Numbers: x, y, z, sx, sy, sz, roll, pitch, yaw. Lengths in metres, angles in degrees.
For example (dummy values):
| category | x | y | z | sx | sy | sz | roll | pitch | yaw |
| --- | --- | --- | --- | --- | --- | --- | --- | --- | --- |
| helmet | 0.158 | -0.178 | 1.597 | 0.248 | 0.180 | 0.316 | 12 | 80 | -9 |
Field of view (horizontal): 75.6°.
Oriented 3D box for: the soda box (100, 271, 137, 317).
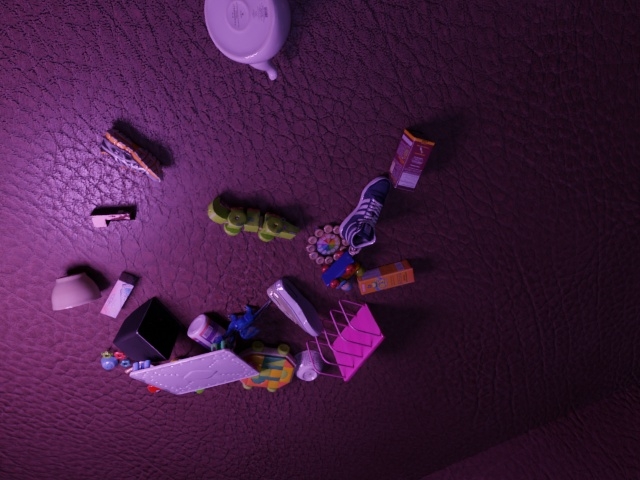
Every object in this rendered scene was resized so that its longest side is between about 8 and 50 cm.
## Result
| category | x | y | z | sx | sy | sz | roll | pitch | yaw |
| --- | --- | --- | --- | --- | --- | --- | --- | --- | --- |
| soda box | -0.783 | 0.213 | 1.599 | 0.063 | 0.058 | 0.183 | 27 | 113 | -24 |

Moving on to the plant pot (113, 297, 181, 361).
| category | x | y | z | sx | sy | sz | roll | pitch | yaw |
| --- | --- | --- | --- | --- | --- | --- | --- | --- | --- |
| plant pot | -0.703 | 0.374 | 1.650 | 0.166 | 0.188 | 0.187 | -20 | 124 | 16 |

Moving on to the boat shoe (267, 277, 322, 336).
| category | x | y | z | sx | sy | sz | roll | pitch | yaw |
| --- | --- | --- | --- | --- | --- | --- | --- | --- | --- |
| boat shoe | -0.105 | 0.287 | 1.737 | 0.094 | 0.109 | 0.302 | -28 | 106 | 27 |

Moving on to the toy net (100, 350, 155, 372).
| category | x | y | z | sx | sy | sz | roll | pitch | yaw |
| --- | --- | --- | --- | --- | --- | --- | --- | --- | --- |
| toy net | -0.827 | 0.523 | 1.792 | 0.232 | 0.045 | 0.122 | 12 | 116 | -19 |

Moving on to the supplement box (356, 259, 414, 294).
| category | x | y | z | sx | sy | sz | roll | pitch | yaw |
| --- | --- | --- | --- | --- | --- | --- | --- | --- | --- |
| supplement box | 0.272 | 0.156 | 1.741 | 0.233 | 0.080 | 0.078 | -14 | 120 | 2 |

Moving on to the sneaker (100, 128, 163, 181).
| category | x | y | z | sx | sy | sz | roll | pitch | yaw |
| --- | --- | --- | --- | --- | --- | --- | --- | --- | --- |
| sneaker | -0.606 | -0.261 | 1.333 | 0.215 | 0.084 | 0.083 | 42 | 110 | -19 |

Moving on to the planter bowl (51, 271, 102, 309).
| category | x | y | z | sx | sy | sz | roll | pitch | yaw |
| --- | --- | --- | --- | --- | --- | --- | --- | --- | --- |
| planter bowl | -0.903 | 0.178 | 1.514 | 0.162 | 0.162 | 0.109 | -11 | 95 | -3 |

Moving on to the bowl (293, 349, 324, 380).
| category | x | y | z | sx | sy | sz | roll | pitch | yaw |
| --- | --- | --- | --- | --- | --- | --- | --- | --- | --- |
| bowl | -0.057 | 0.610 | 1.958 | 0.170 | 0.080 | 0.170 | -4 | 121 | -8 |

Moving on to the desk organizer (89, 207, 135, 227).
| category | x | y | z | sx | sy | sz | roll | pitch | yaw |
| --- | --- | --- | --- | --- | --- | --- | --- | --- | --- |
| desk organizer | -0.723 | -0.079 | 1.438 | 0.130 | 0.047 | 0.050 | -4 | 124 | -8 |

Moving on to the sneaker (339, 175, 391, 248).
| category | x | y | z | sx | sy | sz | roll | pitch | yaw |
| --- | --- | --- | --- | --- | --- | --- | --- | --- | --- |
| sneaker | 0.183 | -0.095 | 1.520 | 0.099 | 0.153 | 0.282 | 28 | 108 | -24 |

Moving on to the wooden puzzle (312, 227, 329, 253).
| category | x | y | z | sx | sy | sz | roll | pitch | yaw |
| --- | --- | --- | --- | --- | --- | --- | --- | --- | --- |
| wooden puzzle | 0.000 | 0.000 | 1.636 | 0.078 | 0.014 | 0.116 | 1 | 121 | -15 |

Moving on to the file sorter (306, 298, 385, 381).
| category | x | y | z | sx | sy | sz | roll | pitch | yaw |
| --- | --- | --- | --- | --- | --- | --- | --- | --- | --- |
| file sorter | 0.096 | 0.424 | 1.784 | 0.182 | 0.202 | 0.291 | 20 | 116 | -30 |

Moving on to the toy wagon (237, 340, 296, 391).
| category | x | y | z | sx | sy | sz | roll | pitch | yaw |
| --- | --- | --- | --- | --- | --- | --- | --- | --- | --- |
| toy wagon | -0.292 | 0.582 | 1.896 | 0.344 | 0.068 | 0.267 | 10 | 119 | -12 |

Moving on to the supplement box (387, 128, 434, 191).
| category | x | y | z | sx | sy | sz | roll | pitch | yaw |
| --- | --- | --- | --- | --- | --- | --- | --- | --- | --- |
| supplement box | 0.317 | -0.284 | 1.464 | 0.080 | 0.104 | 0.188 | 9 | 119 | -16 |

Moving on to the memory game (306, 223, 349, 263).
| category | x | y | z | sx | sy | sz | roll | pitch | yaw |
| --- | --- | --- | --- | --- | --- | --- | --- | --- | --- |
| memory game | 0.034 | 0.017 | 1.639 | 0.186 | 0.012 | 0.186 | -8 | 123 | -13 |

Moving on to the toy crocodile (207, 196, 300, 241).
| category | x | y | z | sx | sy | sz | roll | pitch | yaw |
| --- | --- | --- | --- | --- | --- | --- | --- | --- | --- |
| toy crocodile | -0.240 | -0.070 | 1.503 | 0.340 | 0.105 | 0.115 | 11 | 160 | -17 |

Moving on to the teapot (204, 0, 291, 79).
| category | x | y | z | sx | sy | sz | roll | pitch | yaw |
| --- | --- | --- | --- | --- | --- | --- | --- | --- | --- |
| teapot | -0.178 | -0.620 | 1.132 | 0.252 | 0.187 | 0.256 | 45 | 125 | -2 |

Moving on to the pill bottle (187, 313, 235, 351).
| category | x | y | z | sx | sy | sz | roll | pitch | yaw |
| --- | --- | --- | --- | --- | --- | --- | --- | --- | --- |
| pill bottle | -0.455 | 0.408 | 1.746 | 0.108 | 0.108 | 0.193 | -36 | 120 | 12 |

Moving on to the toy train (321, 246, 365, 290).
| category | x | y | z | sx | sy | sz | roll | pitch | yaw |
| --- | --- | --- | --- | --- | --- | --- | --- | --- | --- |
| toy train | 0.135 | 0.100 | 1.664 | 0.248 | 0.105 | 0.143 | -45 | 137 | 13 |

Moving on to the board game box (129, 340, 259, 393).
| category | x | y | z | sx | sy | sz | roll | pitch | yaw |
| --- | --- | --- | --- | --- | --- | --- | --- | --- | --- |
| board game box | -0.490 | 0.525 | 1.680 | 0.389 | 0.050 | 0.390 | -15 | 148 | 3 |

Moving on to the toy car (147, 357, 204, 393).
| category | x | y | z | sx | sy | sz | roll | pitch | yaw |
| --- | --- | --- | --- | --- | --- | --- | --- | --- | --- |
| toy car | -0.634 | 0.636 | 1.888 | 0.225 | 0.053 | 0.239 | 34 | 111 | -26 |

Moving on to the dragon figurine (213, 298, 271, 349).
| category | x | y | z | sx | sy | sz | roll | pitch | yaw |
| --- | --- | --- | --- | --- | --- | --- | --- | --- | --- |
| dragon figurine | -0.306 | 0.350 | 1.711 | 0.289 | 0.144 | 0.085 | -26 | 125 | -3 |
